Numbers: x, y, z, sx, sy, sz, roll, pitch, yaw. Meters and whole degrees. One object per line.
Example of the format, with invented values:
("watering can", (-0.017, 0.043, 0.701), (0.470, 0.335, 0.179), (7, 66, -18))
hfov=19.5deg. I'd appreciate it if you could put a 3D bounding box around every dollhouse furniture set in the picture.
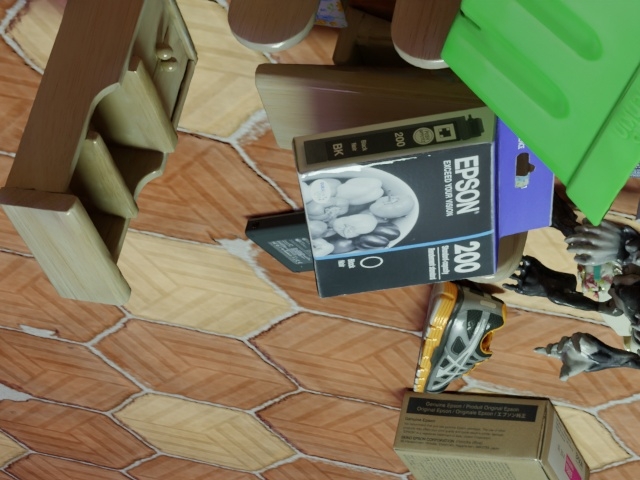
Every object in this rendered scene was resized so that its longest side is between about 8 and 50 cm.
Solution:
("dollhouse furniture set", (-0.030, -0.079, 1.553), (0.394, 0.256, 0.362), (7, 154, 15))

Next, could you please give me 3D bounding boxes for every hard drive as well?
("hard drive", (0.000, 0.000, 1.971), (0.135, 0.022, 0.094), (-7, 147, 38))

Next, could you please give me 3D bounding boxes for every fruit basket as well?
("fruit basket", (0.305, -0.170, 1.222), (0.392, 0.283, 0.392), (27, 155, 14))

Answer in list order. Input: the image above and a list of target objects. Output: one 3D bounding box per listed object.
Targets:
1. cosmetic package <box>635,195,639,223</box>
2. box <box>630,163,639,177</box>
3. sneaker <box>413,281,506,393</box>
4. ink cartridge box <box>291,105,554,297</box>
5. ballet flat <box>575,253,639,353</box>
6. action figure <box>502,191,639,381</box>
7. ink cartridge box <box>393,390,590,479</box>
("cosmetic package", (0.391, -0.030, 1.588), (0.238, 0.127, 0.107), (29, 152, -24))
("box", (0.246, -0.114, 1.475), (0.094, 0.137, 0.027), (3, 153, 24))
("sneaker", (0.152, 0.116, 2.066), (0.083, 0.084, 0.215), (9, 154, 0))
("ink cartridge box", (0.090, -0.031, 1.479), (0.208, 0.045, 0.206), (-10, 150, 0))
("ballet flat", (0.318, 0.070, 1.886), (0.091, 0.077, 0.241), (-6, 148, 35))
("action figure", (0.262, 0.054, 1.680), (0.141, 0.164, 0.276), (3, -161, -34))
("ink cartridge box", (0.221, 0.279, 2.353), (0.193, 0.088, 0.234), (1, 151, 23))
